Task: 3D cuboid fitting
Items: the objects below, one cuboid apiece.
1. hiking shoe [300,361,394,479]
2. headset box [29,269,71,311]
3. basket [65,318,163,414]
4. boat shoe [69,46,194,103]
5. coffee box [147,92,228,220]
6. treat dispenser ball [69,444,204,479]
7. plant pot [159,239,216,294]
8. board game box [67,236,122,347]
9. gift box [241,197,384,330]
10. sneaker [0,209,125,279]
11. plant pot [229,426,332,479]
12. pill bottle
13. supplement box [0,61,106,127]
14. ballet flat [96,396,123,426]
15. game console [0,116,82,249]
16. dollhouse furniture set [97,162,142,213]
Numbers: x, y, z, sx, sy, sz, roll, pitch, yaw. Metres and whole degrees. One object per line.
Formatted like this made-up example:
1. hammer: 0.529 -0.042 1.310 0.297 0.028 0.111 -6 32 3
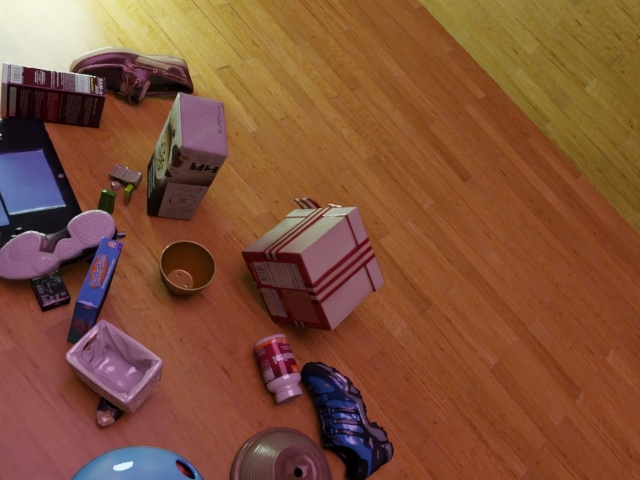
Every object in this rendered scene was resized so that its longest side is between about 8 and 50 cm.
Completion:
1. hiking shoe: 0.044 0.425 1.452 0.132 0.113 0.304 -32 78 -39
2. headset box: -0.604 0.109 1.368 0.062 0.032 0.083 -20 70 -37
3. basket: -0.421 0.265 1.269 0.167 0.103 0.113 33 57 10
4. boat shoe: -0.520 -0.452 1.730 0.342 0.123 0.123 -6 61 -38
5. coffee box: -0.341 -0.200 1.538 0.119 0.297 0.168 8 56 -28
6. treat dispenser ball: -0.329 0.511 1.083 0.288 0.288 0.288 14 54 -20
7. plant pot: -0.331 0.080 1.490 0.134 0.095 0.134 13 55 -20
8. board game box: -0.484 0.114 1.313 0.047 0.210 0.160 20 52 -15
9. gift box: -0.024 0.047 1.553 0.258 0.276 0.255 -38 121 -37
10. sneaker: -0.566 0.026 1.365 0.269 0.153 0.101 -23 77 -4
11. plant pot: -0.069 0.517 1.335 0.237 0.109 0.237 13 55 -19
12. pill bottle: -0.098 0.308 1.471 0.086 0.086 0.152 -9 65 -32
13. supplement box: -0.685 -0.368 1.576 0.239 0.130 0.073 3 58 -27
14. ballet flat: -0.423 0.318 1.315 0.057 0.049 0.173 34 50 -9
15. game console: -0.759 -0.121 1.421 0.342 0.060 0.386 -17 69 -35
16. dollhouse furniture set: -0.518 -0.132 1.579 0.076 0.058 0.151 19 33 -7
